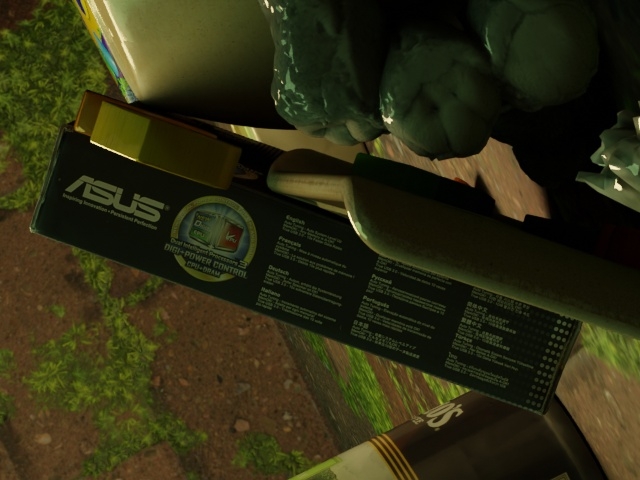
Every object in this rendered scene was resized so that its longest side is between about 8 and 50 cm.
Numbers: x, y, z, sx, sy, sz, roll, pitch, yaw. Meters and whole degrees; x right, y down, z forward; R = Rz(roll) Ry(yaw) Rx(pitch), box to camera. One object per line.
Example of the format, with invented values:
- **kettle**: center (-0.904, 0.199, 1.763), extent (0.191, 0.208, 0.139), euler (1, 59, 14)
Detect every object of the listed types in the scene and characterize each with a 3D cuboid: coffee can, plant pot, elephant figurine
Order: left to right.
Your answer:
- **plant pot**: center (-0.043, -0.176, 0.995), extent (0.284, 0.191, 0.284), euler (155, 90, -83)
- **coffee can**: center (0.067, 0.239, 1.264), extent (0.201, 0.275, 0.201), euler (63, 172, 16)
- **elephant figurine**: center (0.047, -0.113, 0.787), extent (0.239, 0.169, 0.186), euler (-45, -40, -81)

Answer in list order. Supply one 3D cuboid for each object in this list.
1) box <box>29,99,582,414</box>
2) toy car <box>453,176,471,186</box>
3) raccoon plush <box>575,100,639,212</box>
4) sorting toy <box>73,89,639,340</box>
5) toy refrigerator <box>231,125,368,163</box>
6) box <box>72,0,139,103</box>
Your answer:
- **box**: center (0.000, 0.000, 0.942), extent (0.216, 0.270, 0.060), euler (-58, -13, -82)
- **toy car**: center (0.086, -0.027, 1.120), extent (0.041, 0.060, 0.122), euler (24, 160, 26)
- **raccoon plush**: center (0.180, -0.055, 0.172), extent (0.299, 0.216, 0.446), euler (-103, 24, -51)
- **sorting toy**: center (0.048, -0.015, 0.753), extent (0.229, 0.307, 0.041), euler (-143, 72, -78)
- **toy refrigerator**: center (-0.029, -0.106, 1.508), extent (0.269, 0.094, 0.102), euler (67, 172, -21)
- **box**: center (-0.148, -0.315, 1.336), extent (0.290, 0.177, 0.279), euler (72, 171, -45)
